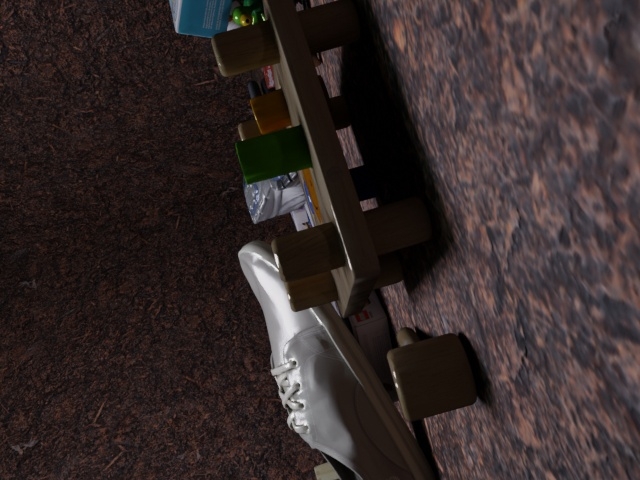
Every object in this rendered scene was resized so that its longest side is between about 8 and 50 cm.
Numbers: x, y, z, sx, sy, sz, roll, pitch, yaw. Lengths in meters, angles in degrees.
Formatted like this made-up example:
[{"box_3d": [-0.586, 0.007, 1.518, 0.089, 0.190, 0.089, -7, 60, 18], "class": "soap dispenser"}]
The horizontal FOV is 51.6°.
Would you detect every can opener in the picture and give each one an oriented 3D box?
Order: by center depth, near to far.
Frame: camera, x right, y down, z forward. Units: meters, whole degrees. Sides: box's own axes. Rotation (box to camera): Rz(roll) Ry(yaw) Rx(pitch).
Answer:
[{"box_3d": [-0.142, -0.348, 1.778, 0.283, 0.076, 0.095, -110, 6, -57], "class": "can opener"}]

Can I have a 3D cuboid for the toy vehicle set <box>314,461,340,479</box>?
[{"box_3d": [0.091, 0.479, 1.267, 0.267, 0.166, 0.035, 78, 174, -46], "class": "toy vehicle set"}]

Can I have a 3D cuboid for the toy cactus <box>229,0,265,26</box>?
[{"box_3d": [-0.123, -0.423, 1.129, 0.219, 0.112, 0.181, 41, -138, -82], "class": "toy cactus"}]

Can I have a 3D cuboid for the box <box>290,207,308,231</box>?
[{"box_3d": [-0.054, -0.109, 1.603, 0.324, 0.067, 0.063, -112, 6, -62], "class": "box"}]

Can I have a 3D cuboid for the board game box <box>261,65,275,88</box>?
[{"box_3d": [-0.167, -0.542, 1.675, 0.145, 0.027, 0.281, 82, 171, -73], "class": "board game box"}]

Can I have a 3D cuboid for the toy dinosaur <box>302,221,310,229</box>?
[{"box_3d": [0.000, 0.000, 1.386, 0.183, 0.053, 0.093, 120, 132, -85], "class": "toy dinosaur"}]

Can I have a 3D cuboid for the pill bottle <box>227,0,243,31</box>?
[{"box_3d": [-0.205, -0.436, 1.232, 0.152, 0.086, 0.086, 44, -176, -14], "class": "pill bottle"}]

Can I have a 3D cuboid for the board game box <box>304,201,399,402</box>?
[{"box_3d": [0.048, 0.089, 1.063, 0.305, 0.053, 0.193, -111, 6, -49], "class": "board game box"}]

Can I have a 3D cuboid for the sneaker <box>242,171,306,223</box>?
[{"box_3d": [-0.040, -0.121, 1.085, 0.297, 0.129, 0.111, 140, 117, -66], "class": "sneaker"}]

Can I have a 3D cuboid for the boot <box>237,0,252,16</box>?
[{"box_3d": [-0.151, -0.477, 1.342, 0.165, 0.077, 0.213, 77, 168, -51], "class": "boot"}]

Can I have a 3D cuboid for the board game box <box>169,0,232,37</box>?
[{"box_3d": [-0.187, -0.507, 1.012, 0.336, 0.079, 0.254, -111, 30, -43], "class": "board game box"}]

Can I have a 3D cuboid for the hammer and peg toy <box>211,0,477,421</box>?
[{"box_3d": [0.011, -0.011, 0.614, 0.266, 0.127, 0.361, 91, 162, -77], "class": "hammer and peg toy"}]

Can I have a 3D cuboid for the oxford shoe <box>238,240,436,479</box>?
[{"box_3d": [-0.004, 0.200, 0.937, 0.449, 0.130, 0.169, 58, 163, 8], "class": "oxford shoe"}]

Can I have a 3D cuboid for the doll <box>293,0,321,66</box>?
[{"box_3d": [-0.046, -0.306, 0.804, 0.129, 0.046, 0.189, -116, 10, -62], "class": "doll"}]

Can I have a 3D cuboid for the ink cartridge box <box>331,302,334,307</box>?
[{"box_3d": [0.021, 0.137, 1.349, 0.219, 0.092, 0.160, 90, 164, -78], "class": "ink cartridge box"}]
